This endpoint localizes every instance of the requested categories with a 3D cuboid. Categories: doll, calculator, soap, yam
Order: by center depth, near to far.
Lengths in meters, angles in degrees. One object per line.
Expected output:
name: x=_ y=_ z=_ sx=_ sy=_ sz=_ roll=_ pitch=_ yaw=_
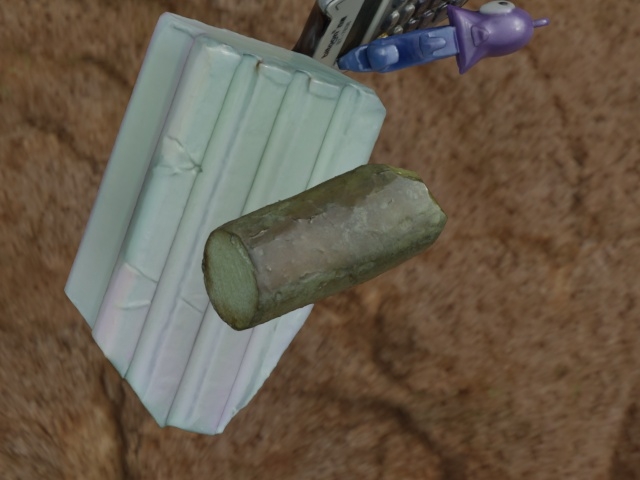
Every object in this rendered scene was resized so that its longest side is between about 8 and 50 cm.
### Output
yam: x=0.000 y=0.000 z=1.011 sx=0.146 sy=0.070 sz=0.069 roll=-24 pitch=82 yaw=-10
soap: x=-0.096 y=-0.007 z=1.504 sx=0.208 sy=0.115 sz=0.347 roll=13 pitch=102 yaw=-35
doll: x=0.116 y=-0.188 z=1.592 sx=0.206 sy=0.110 sz=0.067 roll=-12 pitch=99 yaw=4
calculator: x=0.080 y=-0.235 z=1.608 sx=0.268 sy=0.177 sz=0.040 roll=-24 pitch=69 yaw=-32
